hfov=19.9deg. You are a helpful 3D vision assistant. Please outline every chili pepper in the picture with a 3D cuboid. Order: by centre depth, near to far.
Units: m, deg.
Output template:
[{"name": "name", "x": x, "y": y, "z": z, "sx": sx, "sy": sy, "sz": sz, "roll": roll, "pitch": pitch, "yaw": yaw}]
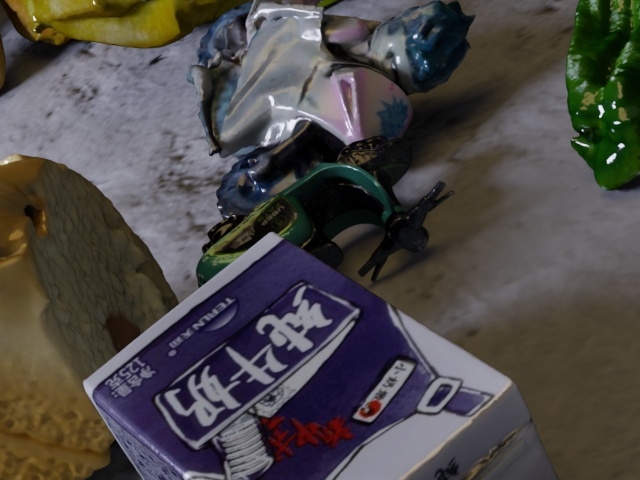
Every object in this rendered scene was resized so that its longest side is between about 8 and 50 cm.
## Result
[{"name": "chili pepper", "x": 0.194, "y": -0.131, "z": 1.127, "sx": 0.100, "sy": 0.074, "sz": 0.257, "roll": -15, "pitch": 32, "yaw": 24}]

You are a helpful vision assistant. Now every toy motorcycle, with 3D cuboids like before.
[{"name": "toy motorcycle", "x": 0.000, "y": 0.000, "z": 1.108, "sx": 0.173, "sy": 0.058, "sz": 0.100, "roll": -38, "pitch": 43, "yaw": -13}, {"name": "toy motorcycle", "x": 0.013, "y": -0.115, "z": 1.243, "sx": 0.204, "sy": 0.108, "sz": 0.239, "roll": -27, "pitch": 54, "yaw": 13}]

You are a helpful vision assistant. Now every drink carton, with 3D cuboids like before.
[{"name": "drink carton", "x": 0.001, "y": 0.102, "z": 0.887, "sx": 0.134, "sy": 0.102, "sz": 0.222, "roll": -37, "pitch": 35, "yaw": -16}]

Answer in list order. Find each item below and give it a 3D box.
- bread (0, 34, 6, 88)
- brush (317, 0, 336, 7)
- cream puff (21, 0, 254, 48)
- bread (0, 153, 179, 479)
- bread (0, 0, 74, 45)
[{"name": "bread", "x": -0.375, "y": -0.255, "z": 1.657, "sx": 0.142, "sy": 0.091, "sz": 0.305, "roll": -9, "pitch": 64, "yaw": -25}, {"name": "brush", "x": -0.012, "y": -0.190, "z": 1.466, "sx": 0.083, "sy": 0.021, "sz": 0.019, "roll": -30, "pitch": 31, "yaw": 1}, {"name": "cream puff", "x": -0.109, "y": -0.275, "z": 1.486, "sx": 0.257, "sy": 0.291, "sz": 0.324, "roll": -63, "pitch": -6, "yaw": 25}, {"name": "bread", "x": -0.217, "y": 0.049, "z": 1.070, "sx": 0.224, "sy": 0.211, "sz": 0.184, "roll": -20, "pitch": 36, "yaw": 7}, {"name": "bread", "x": -0.246, "y": -0.302, "z": 1.779, "sx": 0.185, "sy": 0.109, "sz": 0.380, "roll": -24, "pitch": 30, "yaw": -6}]
